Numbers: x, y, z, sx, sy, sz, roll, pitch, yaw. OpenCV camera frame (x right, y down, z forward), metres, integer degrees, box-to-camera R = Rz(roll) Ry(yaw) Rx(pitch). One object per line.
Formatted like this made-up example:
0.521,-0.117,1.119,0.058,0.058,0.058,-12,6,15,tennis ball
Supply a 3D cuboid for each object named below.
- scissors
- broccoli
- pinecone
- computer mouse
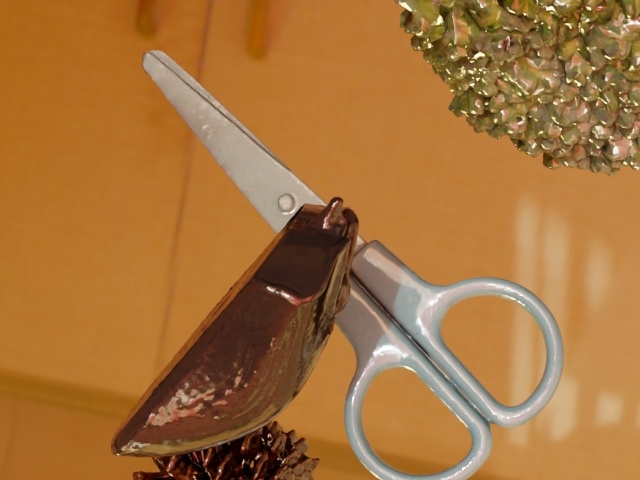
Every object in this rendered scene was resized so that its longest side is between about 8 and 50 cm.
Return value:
0.000,0.000,1.496,0.192,0.447,0.029,-43,165,-1,scissors
0.227,-0.193,1.294,0.324,0.334,0.272,-6,-105,62,broccoli
-0.096,0.236,1.718,0.163,0.165,0.163,-43,140,-51,pinecone
-0.046,0.073,1.312,0.264,0.088,0.147,-52,-175,30,computer mouse
